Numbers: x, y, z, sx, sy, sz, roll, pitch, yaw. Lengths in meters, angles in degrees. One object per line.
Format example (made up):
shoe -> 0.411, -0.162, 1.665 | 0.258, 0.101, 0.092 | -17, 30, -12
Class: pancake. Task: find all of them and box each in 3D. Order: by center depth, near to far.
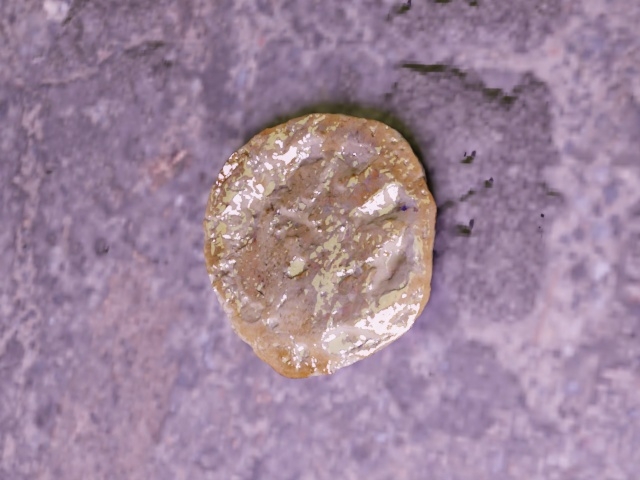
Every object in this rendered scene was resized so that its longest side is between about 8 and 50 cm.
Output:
pancake -> 0.000, 0.000, 0.651 | 0.139, 0.022, 0.140 | -6, 76, 25
